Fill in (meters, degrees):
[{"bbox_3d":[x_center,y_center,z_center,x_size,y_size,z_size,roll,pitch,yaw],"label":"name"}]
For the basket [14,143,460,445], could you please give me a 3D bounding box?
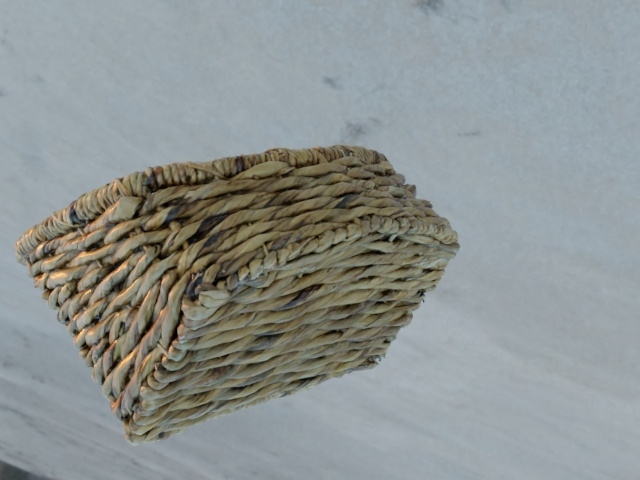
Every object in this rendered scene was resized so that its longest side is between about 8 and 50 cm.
[{"bbox_3d":[-0.062,-0.007,0.713,0.223,0.299,0.213,50,129,28],"label":"basket"}]
